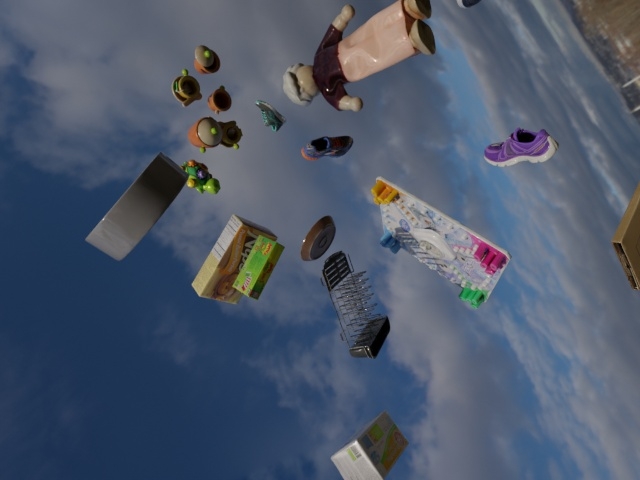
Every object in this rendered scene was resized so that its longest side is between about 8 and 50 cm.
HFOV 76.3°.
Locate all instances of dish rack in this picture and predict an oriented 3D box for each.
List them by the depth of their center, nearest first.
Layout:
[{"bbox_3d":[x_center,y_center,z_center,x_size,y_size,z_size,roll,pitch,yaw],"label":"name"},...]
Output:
[{"bbox_3d":[0.094,0.159,1.091,0.208,0.074,0.272,-30,-79,-66],"label":"dish rack"}]

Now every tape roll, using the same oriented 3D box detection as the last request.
[{"bbox_3d":[-0.352,-0.068,0.793,0.072,0.219,0.219,41,-139,-23],"label":"tape roll"}]

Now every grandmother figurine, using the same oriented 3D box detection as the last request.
[{"bbox_3d":[0.056,-0.358,0.825,0.104,0.342,0.208,14,-107,-48],"label":"grandmother figurine"}]

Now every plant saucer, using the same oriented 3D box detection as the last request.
[{"bbox_3d":[0.000,0.000,1.310,0.029,0.169,0.168,32,-147,22],"label":"plant saucer"}]

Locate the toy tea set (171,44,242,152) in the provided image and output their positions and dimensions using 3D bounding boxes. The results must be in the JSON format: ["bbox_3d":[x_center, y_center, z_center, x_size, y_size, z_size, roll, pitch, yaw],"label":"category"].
[{"bbox_3d":[-0.354,-0.450,1.316,0.199,0.124,0.337,-28,-69,-38],"label":"toy tea set"}]

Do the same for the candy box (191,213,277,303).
[{"bbox_3d":[-0.321,0.077,1.538,0.182,0.317,0.087,24,-170,-48],"label":"candy box"}]

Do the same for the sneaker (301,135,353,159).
[{"bbox_3d":[0.037,-0.378,1.631,0.221,0.087,0.083,-19,-99,-19],"label":"sneaker"}]

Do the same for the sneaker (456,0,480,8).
[{"bbox_3d":[0.471,-0.674,0.979,0.099,0.282,0.153,29,-160,-47],"label":"sneaker"}]

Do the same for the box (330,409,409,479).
[{"bbox_3d":[0.139,0.567,1.104,0.114,0.103,0.203,52,-156,18],"label":"box"}]

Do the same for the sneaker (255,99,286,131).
[{"bbox_3d":[-0.211,-0.507,1.671,0.065,0.076,0.166,33,-179,43],"label":"sneaker"}]

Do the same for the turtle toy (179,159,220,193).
[{"bbox_3d":[-0.336,-0.176,1.142,0.130,0.066,0.095,48,-175,4],"label":"turtle toy"}]

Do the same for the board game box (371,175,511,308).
[{"bbox_3d":[0.319,0.023,1.171,0.389,0.050,0.390,36,168,24],"label":"board game box"}]

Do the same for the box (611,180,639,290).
[{"bbox_3d":[0.714,-0.017,0.905,0.164,0.021,0.201,47,-110,-26],"label":"box"}]

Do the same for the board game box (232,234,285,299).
[{"bbox_3d":[-0.190,0.081,1.253,0.043,0.092,0.182,33,-100,-45],"label":"board game box"}]

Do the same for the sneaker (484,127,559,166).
[{"bbox_3d":[0.412,-0.204,0.854,0.068,0.170,0.071,-48,-70,-14],"label":"sneaker"}]
